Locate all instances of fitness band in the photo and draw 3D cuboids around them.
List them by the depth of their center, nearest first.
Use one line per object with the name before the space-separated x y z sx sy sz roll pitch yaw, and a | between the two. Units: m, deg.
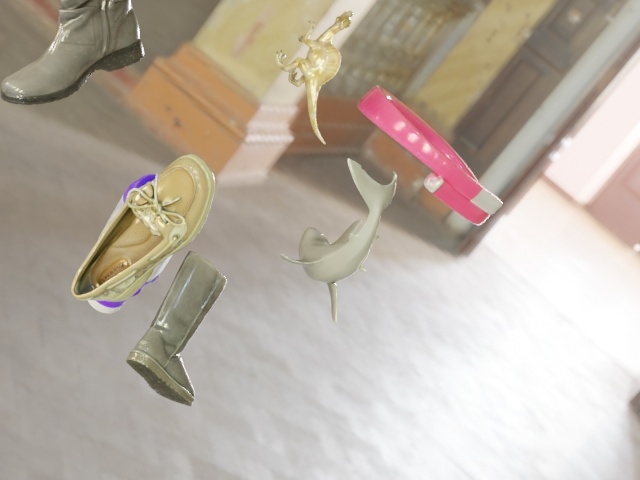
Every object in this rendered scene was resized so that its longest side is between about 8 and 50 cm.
fitness band | 0.161 -0.123 1.806 0.291 0.054 0.209 32 17 -51

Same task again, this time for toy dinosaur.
toy dinosaur | -0.012 -0.228 1.648 0.093 0.183 0.053 16 1 37

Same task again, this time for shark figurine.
shark figurine | 0.009 0.008 1.697 0.116 0.278 0.166 10 66 -21

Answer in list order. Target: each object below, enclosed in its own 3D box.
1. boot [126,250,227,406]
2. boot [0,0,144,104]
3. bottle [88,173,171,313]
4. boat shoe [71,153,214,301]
boot | -0.217 0.147 2.012 0.076 0.208 0.189 11 -29 27
boot | -0.484 -0.408 2.331 0.118 0.222 0.338 22 42 31
bottle | -0.309 0.016 2.029 0.118 0.283 0.092 41 41 2
boat shoe | -0.263 -0.009 1.830 0.104 0.285 0.089 45 22 16
